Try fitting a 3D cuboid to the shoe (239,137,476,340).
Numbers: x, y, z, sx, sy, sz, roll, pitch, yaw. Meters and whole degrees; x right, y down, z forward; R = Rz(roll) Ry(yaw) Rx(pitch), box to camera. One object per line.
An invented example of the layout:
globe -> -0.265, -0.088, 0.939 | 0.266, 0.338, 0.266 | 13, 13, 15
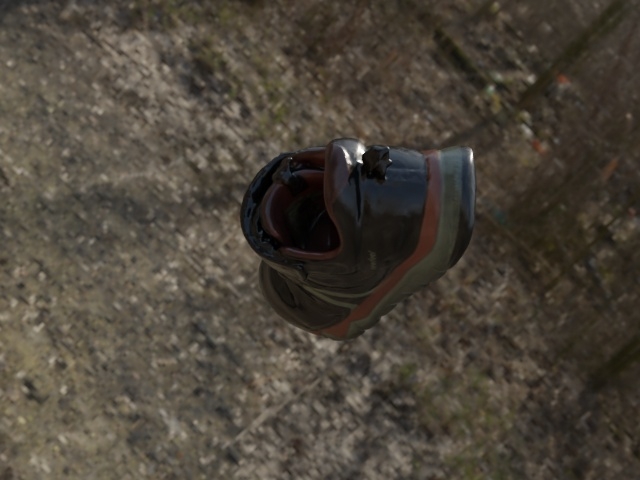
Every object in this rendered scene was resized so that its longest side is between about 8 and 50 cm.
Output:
shoe -> 0.000, 0.000, 0.821 | 0.137, 0.291, 0.114 | 12, 66, -22
